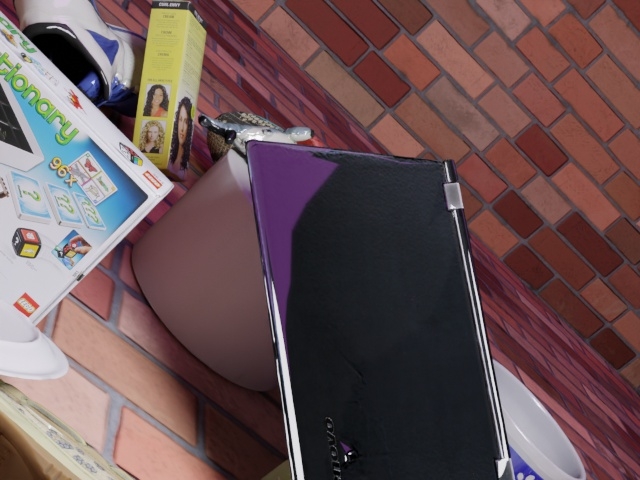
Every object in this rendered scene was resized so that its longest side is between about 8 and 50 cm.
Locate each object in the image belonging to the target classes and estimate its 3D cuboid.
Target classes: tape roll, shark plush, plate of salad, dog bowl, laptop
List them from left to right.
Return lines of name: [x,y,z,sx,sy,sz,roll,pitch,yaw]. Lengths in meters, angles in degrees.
plate of salad: [-0.281,0.062,0.752,0.200,0.048,0.200,28,3,-1]
shark plush: [-0.083,-0.111,1.203,0.161,0.073,0.067,-1,26,-44]
tape roll: [-0.078,0.033,1.215,0.246,0.169,0.246,44,15,-15]
laptop: [0.058,0.120,1.118,0.408,0.236,0.382,106,-24,-76]
dog bowl: [0.312,0.323,1.699,0.265,0.104,0.265,43,15,-14]

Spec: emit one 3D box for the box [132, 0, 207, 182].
box: [-0.204,-0.201,1.389,0.087,0.058,0.232,39,56,-77]

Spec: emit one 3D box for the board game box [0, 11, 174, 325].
board game box: [-0.297,-0.084,0.848,0.305,0.193,0.053,46,15,-6]

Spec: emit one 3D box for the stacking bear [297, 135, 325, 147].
stacking bear: [0.032,-0.038,1.473,0.289,0.175,0.164,9,77,-46]

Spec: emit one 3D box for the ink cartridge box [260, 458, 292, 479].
ink cartridge box: [0.053,0.325,1.043,0.235,0.056,0.171,37,17,-46]

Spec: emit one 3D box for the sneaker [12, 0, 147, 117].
sneaker: [-0.312,-0.221,1.355,0.315,0.127,0.182,50,28,-58]

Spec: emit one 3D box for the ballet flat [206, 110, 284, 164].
ballet flat: [0.000,0.000,1.614,0.483,0.164,0.182,43,37,-21]

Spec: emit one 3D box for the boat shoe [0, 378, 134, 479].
boat shoe: [-0.155,0.193,0.693,0.285,0.104,0.089,46,10,6]
